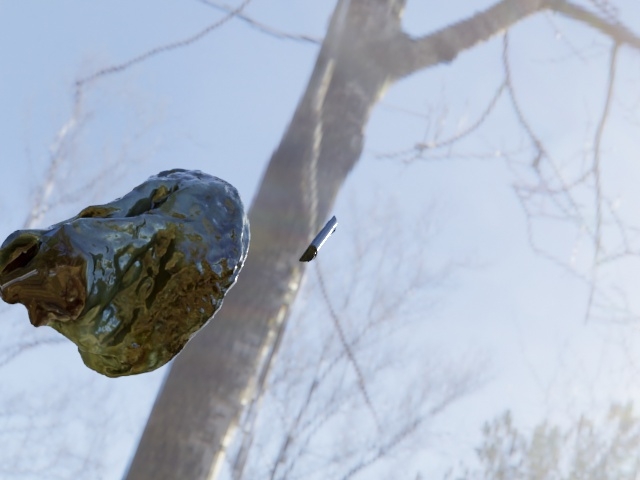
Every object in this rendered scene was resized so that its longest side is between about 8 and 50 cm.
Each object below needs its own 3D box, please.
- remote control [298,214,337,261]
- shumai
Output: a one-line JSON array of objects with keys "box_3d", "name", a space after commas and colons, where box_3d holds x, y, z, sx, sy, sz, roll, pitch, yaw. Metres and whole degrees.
[{"box_3d": [0.000, 0.000, 1.563, 0.016, 0.091, 0.034, 35, -58, 1], "name": "remote control"}, {"box_3d": [-0.213, -0.003, 1.409, 0.222, 0.272, 0.204, -11, -44, 29], "name": "shumai"}]
